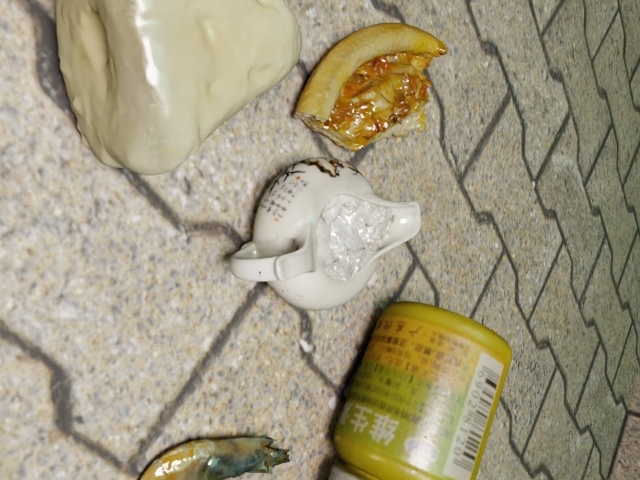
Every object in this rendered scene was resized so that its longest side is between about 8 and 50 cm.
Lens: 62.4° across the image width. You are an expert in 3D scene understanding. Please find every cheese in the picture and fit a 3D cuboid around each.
[{"bbox_3d":[-0.144,-0.228,0.523,0.251,0.173,0.248,-38,128,-35],"label":"cheese"}]

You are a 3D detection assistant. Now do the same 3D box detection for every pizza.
[{"bbox_3d":[0.097,-0.241,0.827,0.365,0.074,0.182,-29,105,-38],"label":"pizza"}]

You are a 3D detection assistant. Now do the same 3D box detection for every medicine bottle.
[{"bbox_3d":[0.137,0.307,0.817,0.224,0.224,0.384,38,67,-40],"label":"medicine bottle"}]

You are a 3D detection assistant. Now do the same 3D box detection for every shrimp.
[{"bbox_3d":[-0.134,0.324,0.680,0.217,0.051,0.150,6,93,-37],"label":"shrimp"}]

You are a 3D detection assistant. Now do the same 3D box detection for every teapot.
[{"bbox_3d":[0.000,0.000,0.708,0.299,0.166,0.208,-29,126,-50],"label":"teapot"}]
